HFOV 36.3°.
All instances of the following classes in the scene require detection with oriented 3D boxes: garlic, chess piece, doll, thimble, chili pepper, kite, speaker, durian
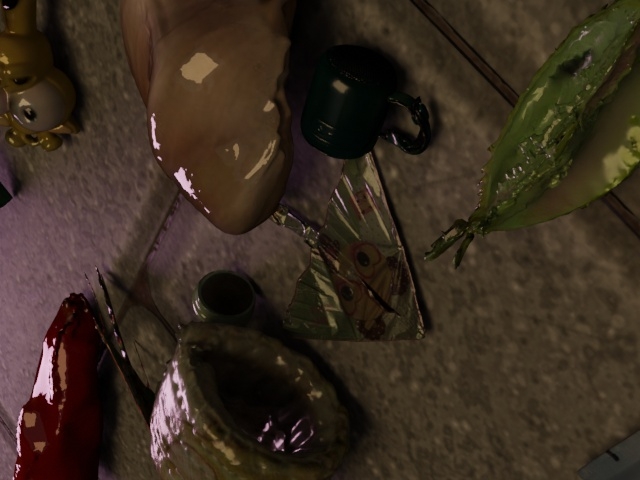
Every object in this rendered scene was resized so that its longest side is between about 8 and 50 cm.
[{"bbox_3d":[-0.093,-0.139,0.762,0.217,0.110,0.228,57,140,28],"label":"garlic"},{"bbox_3d":[-0.107,0.094,0.948,0.059,0.059,0.149,45,139,19],"label":"chess piece"},{"bbox_3d":[-0.293,-0.214,0.950,0.117,0.086,0.291,12,125,6],"label":"doll"},{"bbox_3d":[-0.076,0.170,0.886,0.190,0.137,0.143,39,137,6],"label":"thimble"},{"bbox_3d":[-0.318,0.230,1.195,0.110,0.110,0.388,33,125,29],"label":"chili pepper"},{"bbox_3d":[-0.204,0.112,1.004,0.198,0.006,0.244,71,172,-54],"label":"kite"},{"bbox_3d":[0.037,-0.096,0.715,0.094,0.060,0.075,17,130,-4],"label":"speaker"},{"bbox_3d":[-0.001,0.000,0.825,0.250,0.012,0.229,39,130,25],"label":"kite"},{"bbox_3d":[0.141,-0.064,0.585,0.086,0.100,0.215,48,130,20],"label":"durian"}]

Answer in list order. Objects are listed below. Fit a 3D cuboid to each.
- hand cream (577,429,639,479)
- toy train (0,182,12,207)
[{"bbox_3d":[0.282,0.248,0.646,0.271,0.058,0.091,52,149,16],"label":"hand cream"},{"bbox_3d":[-0.519,-0.092,1.135,0.202,0.120,0.301,-35,97,20],"label":"toy train"}]
